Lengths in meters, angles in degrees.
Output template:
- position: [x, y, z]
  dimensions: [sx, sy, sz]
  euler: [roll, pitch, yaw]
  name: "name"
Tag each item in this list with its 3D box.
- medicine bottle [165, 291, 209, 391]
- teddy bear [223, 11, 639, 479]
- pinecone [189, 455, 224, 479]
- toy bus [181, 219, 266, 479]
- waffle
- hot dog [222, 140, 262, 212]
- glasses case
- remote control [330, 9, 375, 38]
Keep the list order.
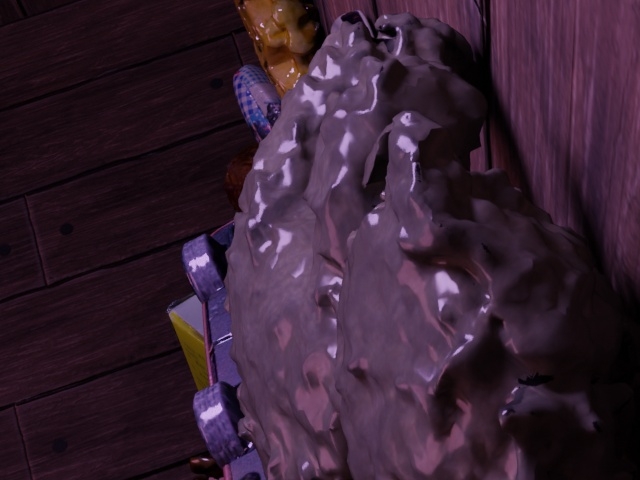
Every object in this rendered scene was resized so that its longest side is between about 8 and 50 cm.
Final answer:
- position: [-0.058, 0.161, 1.651]
  dimensions: [0.141, 0.137, 0.250]
  euler: [34, 147, 47]
  name: "medicine bottle"
- position: [0.079, 0.063, 0.759]
  dimensions: [0.367, 0.224, 0.357]
  euler: [15, 123, 69]
  name: "teddy bear"
- position: [0.025, 0.332, 1.968]
  dimensions: [0.398, 0.398, 0.397]
  euler: [161, 90, -88]
  name: "pinecone"
- position: [0.026, 0.114, 1.242]
  dimensions: [0.233, 0.203, 0.427]
  euler: [61, -172, -28]
  name: "toy bus"
- position: [-0.074, -0.344, 1.933]
  dimensions: [0.382, 0.095, 0.379]
  euler: [-109, -1, -74]
  name: "waffle"
- position: [0.000, 0.000, 1.749]
  dimensions: [0.267, 0.174, 0.387]
  euler: [63, 180, -12]
  name: "hot dog"
- position: [-0.022, -0.108, 2.043]
  dimensions: [0.327, 0.076, 0.125]
  euler: [59, -167, 18]
  name: "glasses case"
- position: [0.047, -0.117, 1.379]
  dimensions: [0.078, 0.042, 0.221]
  euler: [-110, 2, -47]
  name: "remote control"
